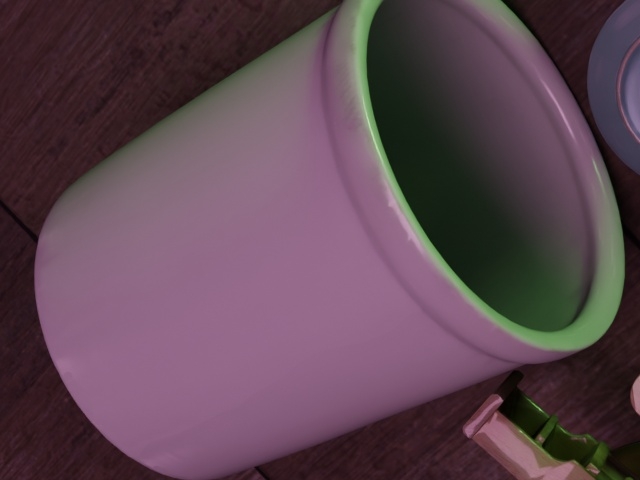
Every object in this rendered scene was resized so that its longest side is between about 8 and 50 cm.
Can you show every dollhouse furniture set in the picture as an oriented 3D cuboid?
[{"bbox_3d":[0.257,0.107,1.236,0.161,0.212,0.242,41,105,9],"label":"dollhouse furniture set"}]

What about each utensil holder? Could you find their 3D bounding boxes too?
[{"bbox_3d":[0.000,0.000,1.295,0.385,0.327,0.327,-27,98,37],"label":"utensil holder"}]

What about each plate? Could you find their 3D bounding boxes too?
[{"bbox_3d":[0.303,-0.120,1.257,0.188,0.024,0.188,11,118,23],"label":"plate"}]

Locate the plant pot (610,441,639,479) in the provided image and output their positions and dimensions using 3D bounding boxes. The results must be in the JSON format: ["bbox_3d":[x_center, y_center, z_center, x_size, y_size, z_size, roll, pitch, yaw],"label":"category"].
[{"bbox_3d":[0.286,0.358,1.320,0.275,0.293,0.275,11,117,22],"label":"plant pot"}]
